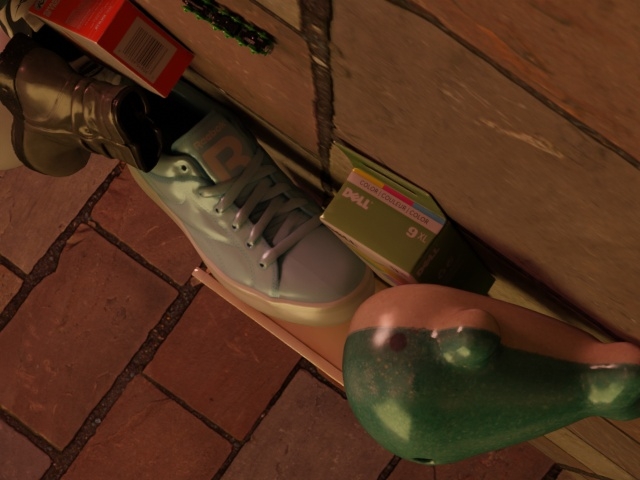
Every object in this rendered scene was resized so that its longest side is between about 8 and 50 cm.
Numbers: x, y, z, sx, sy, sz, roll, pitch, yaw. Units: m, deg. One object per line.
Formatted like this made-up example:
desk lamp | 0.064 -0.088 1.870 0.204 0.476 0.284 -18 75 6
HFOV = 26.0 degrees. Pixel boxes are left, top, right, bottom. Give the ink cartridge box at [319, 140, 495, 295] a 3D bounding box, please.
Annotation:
ink cartridge box | 0.072 -0.001 1.232 0.109 0.062 0.209 33 174 30

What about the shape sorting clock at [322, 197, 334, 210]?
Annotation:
shape sorting clock | 0.086 0.021 1.479 0.206 0.040 0.206 36 176 3

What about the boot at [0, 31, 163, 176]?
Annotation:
boot | -0.235 -0.105 1.415 0.161 0.083 0.246 27 162 13

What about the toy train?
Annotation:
toy train | -0.066 -0.154 0.993 0.083 0.017 0.024 34 -175 24

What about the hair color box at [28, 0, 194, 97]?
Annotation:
hair color box | -0.200 -0.198 1.314 0.093 0.053 0.167 37 174 -38

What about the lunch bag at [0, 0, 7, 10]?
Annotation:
lunch bag | -0.440 -0.311 1.321 0.223 0.160 0.262 38 165 13

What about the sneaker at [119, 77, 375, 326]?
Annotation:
sneaker | -0.096 -0.051 1.436 0.366 0.135 0.150 37 162 25

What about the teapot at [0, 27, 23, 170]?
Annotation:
teapot | -0.396 -0.224 1.680 0.256 0.187 0.252 -1 -118 -38

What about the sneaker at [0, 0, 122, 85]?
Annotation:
sneaker | -0.249 -0.185 1.523 0.235 0.094 0.153 50 177 -30

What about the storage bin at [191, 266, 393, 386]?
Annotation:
storage bin | 0.026 0.069 1.664 0.262 0.123 0.260 34 -173 17

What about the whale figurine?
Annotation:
whale figurine | 0.149 0.128 1.173 0.272 0.141 0.216 7 161 20
